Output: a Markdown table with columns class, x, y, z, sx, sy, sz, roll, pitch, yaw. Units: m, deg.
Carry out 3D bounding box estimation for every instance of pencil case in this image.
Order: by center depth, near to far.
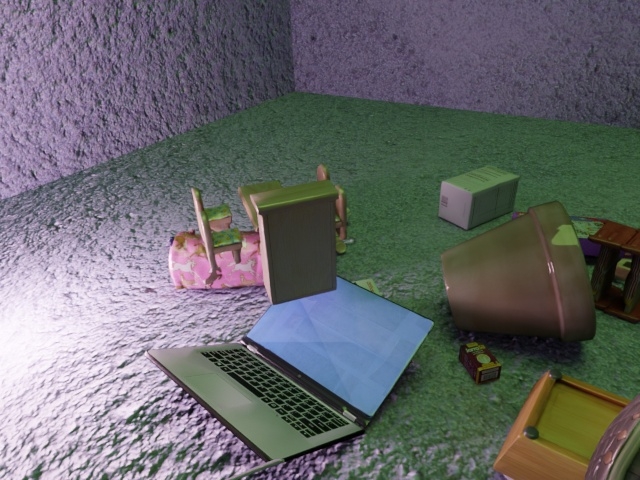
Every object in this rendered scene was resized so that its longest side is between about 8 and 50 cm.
| class | x | y | z | sx | sy | sz | roll | pitch | yaw |
| --- | --- | --- | --- | --- | --- | --- | --- | --- | --- |
| pencil case | -0.225 | 0.045 | 1.395 | 0.387 | 0.167 | 0.160 | -2 | 18 | -2 |

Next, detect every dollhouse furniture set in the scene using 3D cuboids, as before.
| class | x | y | z | sx | sy | sz | roll | pitch | yaw |
| --- | --- | --- | --- | --- | --- | --- | --- | --- | --- |
| dollhouse furniture set | -0.105 | -0.076 | 1.199 | 0.363 | 0.256 | 0.394 | -12 | 36 | -15 |
| dollhouse furniture set | 0.833 | 0.030 | 1.296 | 0.374 | 0.201 | 0.152 | -26 | 36 | -35 |

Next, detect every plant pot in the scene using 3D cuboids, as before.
| class | x | y | z | sx | sy | sz | roll | pitch | yaw |
| --- | --- | --- | --- | --- | --- | --- | --- | --- | --- |
| plant pot | 0.441 | 0.092 | 1.161 | 0.281 | 0.322 | 0.323 | -12 | 26 | 17 |

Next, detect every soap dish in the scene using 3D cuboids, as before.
| class | x | y | z | sx | sy | sz | roll | pitch | yaw |
| --- | --- | --- | --- | --- | --- | --- | --- | --- | --- |
| soap dish | 0.475 | 0.355 | 0.833 | 0.291 | 0.118 | 0.229 | 18 | 35 | 33 |

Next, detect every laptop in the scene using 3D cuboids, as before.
| class | x | y | z | sx | sy | sz | roll | pitch | yaw |
| --- | --- | --- | --- | --- | --- | --- | --- | --- | --- |
| laptop | -0.054 | 0.201 | 1.010 | 0.382 | 0.236 | 0.408 | 22 | 8 | 38 |

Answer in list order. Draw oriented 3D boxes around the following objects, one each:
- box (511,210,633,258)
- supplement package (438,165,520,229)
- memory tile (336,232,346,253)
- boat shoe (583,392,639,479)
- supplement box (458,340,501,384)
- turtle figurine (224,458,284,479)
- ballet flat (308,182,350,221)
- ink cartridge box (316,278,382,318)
| class | x | y | z | sx | sy | sz | roll | pitch | yaw |
| --- | --- | --- | --- | --- | --- | --- | --- | --- | --- |
| box | 0.748 | -0.020 | 1.490 | 0.294 | 0.057 | 0.201 | 5 | 23 | 4 |
| supplement package | 0.543 | -0.152 | 1.704 | 0.244 | 0.138 | 0.134 | -19 | 34 | -29 |
| memory tile | 0.000 | 0.000 | 1.528 | 0.148 | 0.113 | 0.012 | -12 | -11 | -14 |
| boat shoe | 0.429 | 0.360 | 0.671 | 0.130 | 0.355 | 0.132 | 28 | 5 | 24 |
| supplement box | 0.346 | 0.264 | 1.079 | 0.055 | 0.043 | 0.083 | -11 | 30 | -12 |
| turtle figurine | -0.204 | 0.452 | 0.684 | 0.267 | 0.197 | 0.275 | -5 | 15 | 29 |
| ballet flat | 0.029 | -0.106 | 1.721 | 0.124 | 0.116 | 0.342 | 8 | 21 | -22 |
| ink cartridge box | 0.066 | 0.168 | 1.243 | 0.175 | 0.072 | 0.127 | -9 | 29 | -9 |
